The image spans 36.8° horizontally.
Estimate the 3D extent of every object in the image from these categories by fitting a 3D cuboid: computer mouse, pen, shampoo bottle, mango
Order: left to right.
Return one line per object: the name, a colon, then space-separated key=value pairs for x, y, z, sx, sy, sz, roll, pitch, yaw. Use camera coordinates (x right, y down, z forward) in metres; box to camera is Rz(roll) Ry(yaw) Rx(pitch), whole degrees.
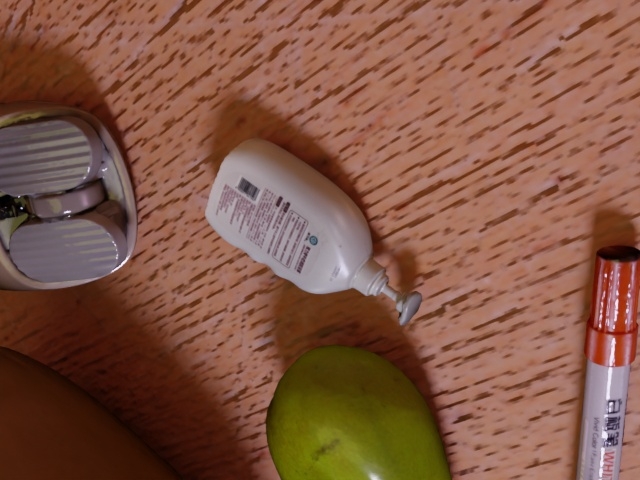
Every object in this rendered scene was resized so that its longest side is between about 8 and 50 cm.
computer mouse: x=-0.242 y=-0.033 z=0.737 sx=0.236 sy=0.082 sz=0.145 roll=3 pitch=111 yaw=35
shampoo bottle: x=0.000 y=0.000 z=0.607 sx=0.152 sy=0.045 sz=0.077 roll=35 pitch=124 yaw=20
mango: x=0.024 y=0.146 z=0.627 sx=0.117 sy=0.089 sz=0.163 roll=-6 pitch=107 yaw=37
pen: x=0.162 y=0.114 z=0.557 sx=0.028 sy=0.028 sz=0.239 roll=13 pitch=117 yaw=30

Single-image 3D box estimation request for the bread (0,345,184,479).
bread: x=-0.213 y=0.275 z=0.743 sx=0.376 sy=0.253 sz=0.348 roll=40 pitch=132 yaw=16
